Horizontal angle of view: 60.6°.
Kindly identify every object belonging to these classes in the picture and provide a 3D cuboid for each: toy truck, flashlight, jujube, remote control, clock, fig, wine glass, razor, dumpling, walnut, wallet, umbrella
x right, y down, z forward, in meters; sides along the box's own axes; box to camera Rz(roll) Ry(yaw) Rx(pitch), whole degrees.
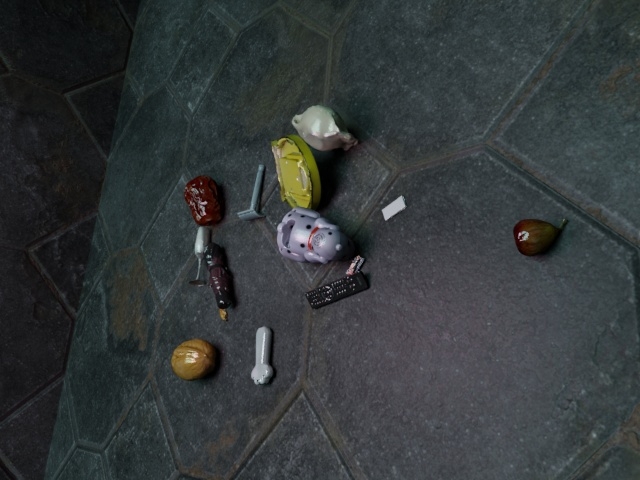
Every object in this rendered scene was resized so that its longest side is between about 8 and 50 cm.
[{"bbox_3d":[0.107,0.084,1.700,0.032,0.024,0.083,36,102,20],"label":"toy truck"},{"bbox_3d":[-0.196,0.396,1.890,0.093,0.048,0.200,-22,57,40],"label":"flashlight"},{"bbox_3d":[-0.499,-0.168,2.356,0.155,0.155,0.230,-36,61,33],"label":"jujube"},{"bbox_3d":[0.048,0.157,1.722,0.245,0.025,0.063,-25,87,38],"label":"remote control"},{"bbox_3d":[0.000,0.000,1.732,0.254,0.189,0.188,16,88,50],"label":"clock"},{"bbox_3d":[0.515,-0.014,1.271,0.125,0.089,0.088,-17,61,17],"label":"fig"},{"bbox_3d":[-0.511,0.060,2.337,0.074,0.074,0.262,-17,62,42],"label":"wine glass"},{"bbox_3d":[-0.256,-0.195,2.172,0.106,0.068,0.231,-12,62,43],"label":"razor"},{"bbox_3d":[-0.073,-0.231,1.903,0.293,0.071,0.277,34,137,55],"label":"clock"},{"bbox_3d":[0.019,-0.364,1.840,0.258,0.193,0.147,22,88,32],"label":"dumpling"},{"bbox_3d":[-0.483,0.455,2.095,0.207,0.159,0.159,-22,60,46],"label":"walnut"},{"bbox_3d":[0.222,-0.097,1.655,0.083,0.011,0.044,-36,52,32],"label":"wallet"},{"bbox_3d":[-0.403,0.136,2.174,0.090,0.094,0.326,109,149,-43],"label":"umbrella"}]

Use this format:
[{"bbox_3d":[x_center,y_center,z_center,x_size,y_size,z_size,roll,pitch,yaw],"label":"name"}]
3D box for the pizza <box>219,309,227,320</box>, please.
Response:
[{"bbox_3d":[-0.380,0.286,2.151,0.037,0.016,0.083,-54,40,19],"label":"pizza"}]
